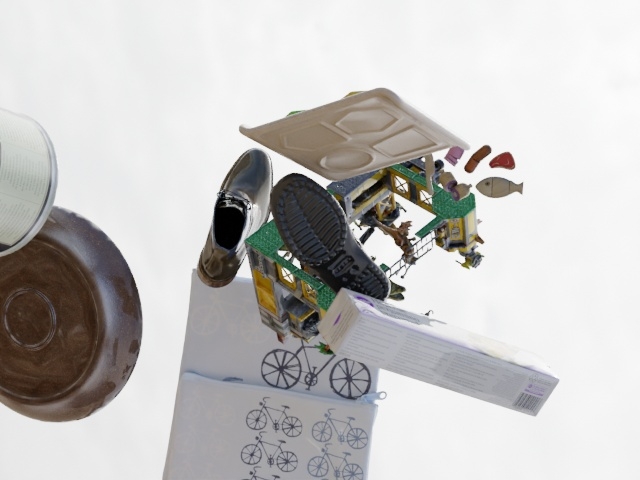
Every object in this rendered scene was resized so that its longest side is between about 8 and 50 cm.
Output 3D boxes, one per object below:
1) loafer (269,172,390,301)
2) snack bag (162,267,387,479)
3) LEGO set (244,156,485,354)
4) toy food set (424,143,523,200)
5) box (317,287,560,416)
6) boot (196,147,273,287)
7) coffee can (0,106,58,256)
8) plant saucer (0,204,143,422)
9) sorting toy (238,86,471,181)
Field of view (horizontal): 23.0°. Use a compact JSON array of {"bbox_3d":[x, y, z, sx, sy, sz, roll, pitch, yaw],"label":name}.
[{"bbox_3d":[0.000,0.000,1.890,0.220,0.080,0.078,55,-4,-33],"label":"loafer"},{"bbox_3d":[-0.064,0.220,2.293,0.037,0.323,0.342,15,83,-71],"label":"snack bag"},{"bbox_3d":[0.062,0.045,2.125,0.255,0.331,0.192,24,-37,30],"label":"LEGO set"},{"bbox_3d":[0.192,-0.089,1.975,0.019,0.122,0.078,-8,93,-80],"label":"toy food set"},{"bbox_3d":[0.149,0.139,1.924,0.067,0.324,0.063,-61,-148,17],"label":"box"},{"bbox_3d":[-0.107,-0.047,2.173,0.106,0.082,0.219,119,-11,-66],"label":"boot"},{"bbox_3d":[-0.494,-0.098,1.987,0.275,0.201,0.201,20,41,-58],"label":"coffee can"},{"bbox_3d":[-0.392,0.105,2.173,0.050,0.311,0.310,-17,90,-65],"label":"plant saucer"},{"bbox_3d":[0.041,-0.124,1.794,0.193,0.208,0.038,25,60,-55],"label":"sorting toy"}]
